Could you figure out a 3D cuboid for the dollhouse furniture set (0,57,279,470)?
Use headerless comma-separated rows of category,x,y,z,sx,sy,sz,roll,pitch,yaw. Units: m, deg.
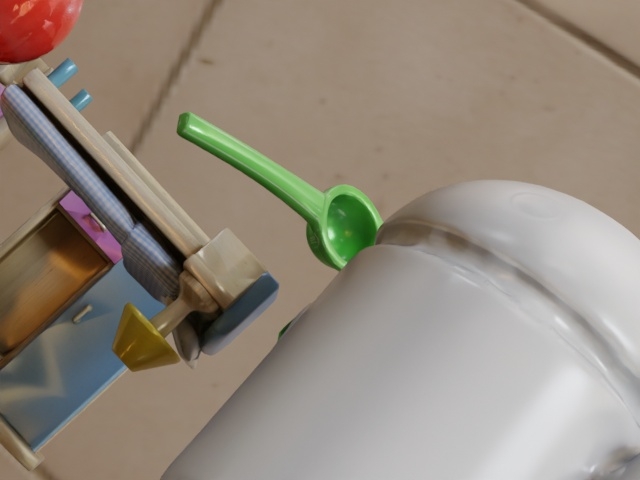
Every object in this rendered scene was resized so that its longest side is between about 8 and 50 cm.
dollhouse furniture set,-0.195,-0.003,1.192,0.198,0.303,0.286,-43,90,-6

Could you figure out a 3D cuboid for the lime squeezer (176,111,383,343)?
lime squeezer,0.000,0.000,1.199,0.110,0.310,0.059,20,70,20

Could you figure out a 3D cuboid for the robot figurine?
robot figurine,0.058,0.111,0.966,0.353,0.200,0.300,-48,41,-17

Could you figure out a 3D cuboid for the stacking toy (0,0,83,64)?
stacking toy,-0.269,-0.067,1.071,0.141,0.141,0.330,38,76,28
